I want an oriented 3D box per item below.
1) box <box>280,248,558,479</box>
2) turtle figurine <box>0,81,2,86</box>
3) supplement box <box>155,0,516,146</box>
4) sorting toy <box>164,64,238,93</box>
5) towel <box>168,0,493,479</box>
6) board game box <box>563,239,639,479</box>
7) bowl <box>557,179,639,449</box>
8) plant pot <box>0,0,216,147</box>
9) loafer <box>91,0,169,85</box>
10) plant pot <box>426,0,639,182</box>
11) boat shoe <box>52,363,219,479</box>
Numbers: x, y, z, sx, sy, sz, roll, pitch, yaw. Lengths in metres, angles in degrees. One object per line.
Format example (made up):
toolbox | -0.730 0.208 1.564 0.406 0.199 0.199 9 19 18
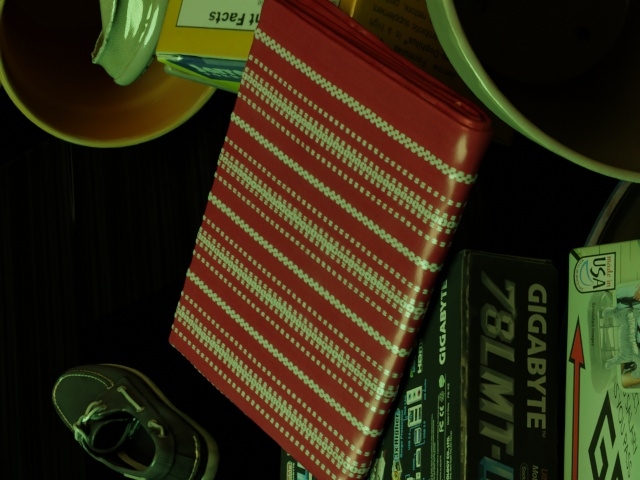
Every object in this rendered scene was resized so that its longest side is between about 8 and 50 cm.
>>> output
box | 0.053 0.182 1.100 0.293 0.073 0.296 144 131 -63
turtle figurine | -0.390 -0.043 1.653 0.269 0.087 0.217 -28 60 35
supplement box | 0.052 -0.267 1.223 0.194 0.195 0.357 11 85 45
sorting toy | -0.053 -0.184 1.351 0.046 0.132 0.275 166 116 -66
towel | 0.000 0.000 1.080 0.199 0.031 0.275 39 122 37
board game box | 0.230 0.150 0.927 0.213 0.046 0.317 -10 72 43
bowl | 0.301 0.068 0.969 0.391 0.077 0.391 -15 68 41
plant pot | -0.193 -0.209 1.454 0.205 0.205 0.188 -59 31 13
loafer | -0.143 -0.247 1.286 0.102 0.092 0.269 -93 16 -64
plant pot | 0.162 -0.160 1.005 0.274 0.256 0.257 -168 95 -81
boat shoe | -0.167 0.147 1.399 0.206 0.065 0.075 24 95 45
